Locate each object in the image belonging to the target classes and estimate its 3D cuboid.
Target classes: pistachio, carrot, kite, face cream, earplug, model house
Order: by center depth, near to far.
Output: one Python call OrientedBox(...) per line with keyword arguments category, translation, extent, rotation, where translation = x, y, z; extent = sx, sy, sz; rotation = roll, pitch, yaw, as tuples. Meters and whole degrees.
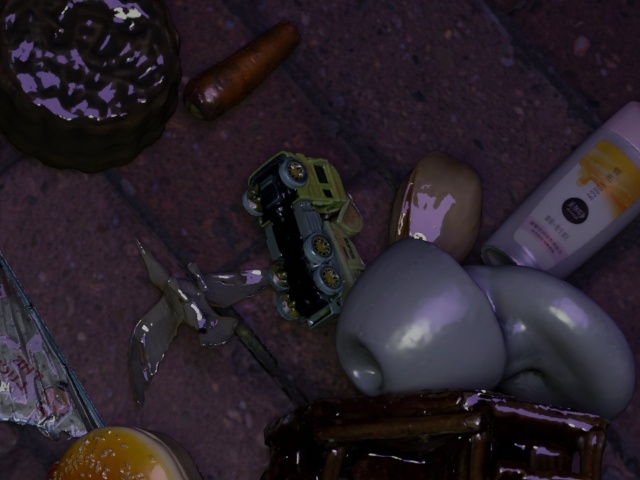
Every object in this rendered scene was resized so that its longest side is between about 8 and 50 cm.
OrientedBox(category="model house", translation=(0.092, 0.306, 1.688), extent=(0.317, 0.297, 0.282), rotation=(13, 63, -7))
OrientedBox(category="earplug", translation=(0.172, 0.112, 1.800), extent=(0.326, 0.214, 0.175), rotation=(16, 65, -17))
OrientedBox(category="kite", translation=(-0.413, 0.131, 1.810), extent=(0.406, 0.014, 0.368), rotation=(13, 69, -6))
OrientedBox(category="pistachio", translation=(0.125, -0.023, 1.912), extent=(0.113, 0.113, 0.149), rotation=(19, 67, -3))
OrientedBox(category="carrot", translation=(-0.088, -0.193, 1.967), extent=(0.161, 0.055, 0.055), rotation=(-39, 81, -27))
OrientedBox(category="face cream", translation=(0.302, -0.044, 1.971), extent=(0.269, 0.073, 0.107), rotation=(-40, 90, -22))

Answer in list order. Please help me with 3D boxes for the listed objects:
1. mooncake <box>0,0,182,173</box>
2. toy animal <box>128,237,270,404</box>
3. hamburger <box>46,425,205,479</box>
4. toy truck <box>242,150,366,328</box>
OrientedBox(category="mooncake", translation=(-0.260, -0.197, 1.897), extent=(0.228, 0.124, 0.228), rotation=(4, 69, -10))
OrientedBox(category="toy animal", translation=(-0.144, 0.050, 1.844), extent=(0.219, 0.095, 0.155), rotation=(-33, 87, -21))
OrientedBox(category="hamburger", translation=(-0.184, 0.287, 1.723), extent=(0.116, 0.173, 0.210), rotation=(-11, 69, -53))
OrientedBox(category="toy truck", translation=(0.000, 0.000, 1.884), extent=(0.116, 0.085, 0.191), rotation=(1, 62, -42))
